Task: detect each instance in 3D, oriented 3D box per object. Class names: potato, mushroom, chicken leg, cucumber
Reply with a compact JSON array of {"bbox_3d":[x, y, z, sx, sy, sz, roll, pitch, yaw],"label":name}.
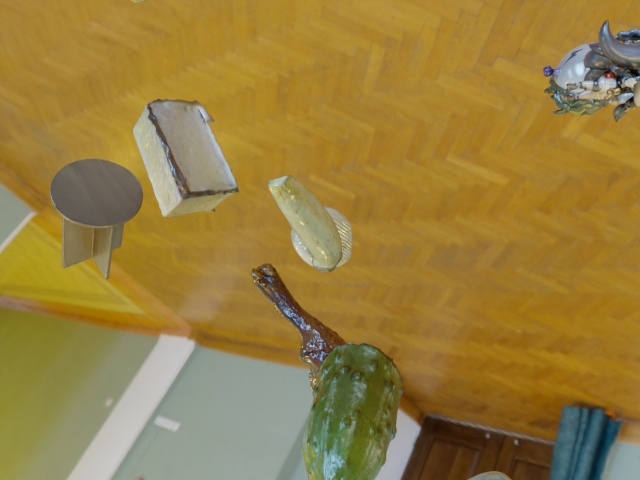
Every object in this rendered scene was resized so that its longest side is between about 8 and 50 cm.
[{"bbox_3d":[-0.146,-0.088,0.635,0.061,0.086,0.122,-38,71,39],"label":"potato"},{"bbox_3d":[-0.026,-0.048,1.400,0.087,0.107,0.333,-9,139,21],"label":"mushroom"},{"bbox_3d":[0.006,0.211,1.033,0.157,0.095,0.407,-7,115,54],"label":"chicken leg"},{"bbox_3d":[0.034,0.258,0.783,0.134,0.244,0.134,7,122,11],"label":"cucumber"}]

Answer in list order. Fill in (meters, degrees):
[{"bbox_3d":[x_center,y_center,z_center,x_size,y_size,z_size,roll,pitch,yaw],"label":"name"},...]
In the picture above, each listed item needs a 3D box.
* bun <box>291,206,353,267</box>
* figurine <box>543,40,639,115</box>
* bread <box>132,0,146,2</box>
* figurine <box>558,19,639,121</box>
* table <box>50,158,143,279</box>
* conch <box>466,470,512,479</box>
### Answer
[{"bbox_3d":[0.000,0.000,1.620,0.183,0.183,0.102,38,154,-15],"label":"bun"},{"bbox_3d":[0.765,-0.428,1.502,0.381,0.261,0.186,-14,110,13],"label":"figurine"},{"bbox_3d":[-0.220,-0.402,0.577,0.114,0.275,0.184,-12,164,43],"label":"bread"},{"bbox_3d":[0.647,-0.342,1.200,0.264,0.197,0.175,21,-167,10],"label":"figurine"},{"bbox_3d":[-0.461,-0.029,1.212,0.167,0.167,0.227,30,138,0],"label":"table"},{"bbox_3d":[0.106,0.256,0.385,0.169,0.203,0.386,5,152,-4],"label":"conch"}]
